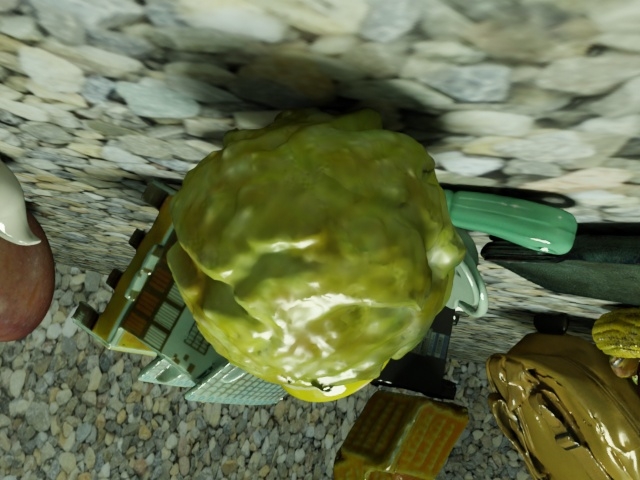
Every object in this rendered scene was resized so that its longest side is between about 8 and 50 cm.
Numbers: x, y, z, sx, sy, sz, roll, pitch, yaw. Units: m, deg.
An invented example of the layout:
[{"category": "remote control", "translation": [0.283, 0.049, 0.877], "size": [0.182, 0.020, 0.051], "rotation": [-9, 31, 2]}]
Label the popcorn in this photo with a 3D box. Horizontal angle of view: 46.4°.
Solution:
[{"category": "popcorn", "translation": [0.000, 0.000, 0.496], "size": [0.198, 0.212, 0.198], "rotation": [10, 127, 13]}]

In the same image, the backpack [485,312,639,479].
[{"category": "backpack", "translation": [0.448, 0.305, 1.238], "size": [0.378, 0.201, 0.353], "rotation": [56, 156, -13]}]

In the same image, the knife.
[{"category": "knife", "translation": [0.080, -0.034, 0.623], "size": [0.260, 0.035, 0.063], "rotation": [15, 179, 23]}]

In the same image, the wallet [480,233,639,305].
[{"category": "wallet", "translation": [0.303, 0.030, 0.643], "size": [0.172, 0.045, 0.318], "rotation": [22, 170, -38]}]

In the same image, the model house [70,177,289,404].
[{"category": "model house", "translation": [-0.110, 0.075, 0.837], "size": [0.215, 0.198, 0.224], "rotation": [30, 178, 24]}]

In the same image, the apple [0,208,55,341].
[{"category": "apple", "translation": [-0.575, 0.035, 1.200], "size": [0.305, 0.235, 0.306], "rotation": [9, 173, 1]}]

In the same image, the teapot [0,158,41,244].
[{"category": "teapot", "translation": [-0.419, -0.066, 0.837], "size": [0.226, 0.092, 0.145], "rotation": [16, 167, -19]}]

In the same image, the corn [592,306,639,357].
[{"category": "corn", "translation": [0.420, 0.117, 0.961], "size": [0.072, 0.072, 0.203], "rotation": [13, 169, -6]}]

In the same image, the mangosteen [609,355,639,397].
[{"category": "mangosteen", "translation": [0.510, 0.188, 1.049], "size": [0.166, 0.166, 0.180], "rotation": [20, -167, -41]}]

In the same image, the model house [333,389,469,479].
[{"category": "model house", "translation": [0.124, 0.353, 1.222], "size": [0.173, 0.268, 0.239], "rotation": [29, 170, 8]}]

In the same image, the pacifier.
[{"category": "pacifier", "translation": [0.100, 0.041, 0.737], "size": [0.127, 0.116, 0.150], "rotation": [53, 168, -5]}]

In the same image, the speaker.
[{"category": "speaker", "translation": [0.121, 0.177, 1.341], "size": [0.254, 0.184, 0.232], "rotation": [12, 171, 6]}]

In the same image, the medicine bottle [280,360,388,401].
[{"category": "medicine bottle", "translation": [-0.026, 0.027, 0.637], "size": [0.121, 0.122, 0.212], "rotation": [3, 132, 43]}]
